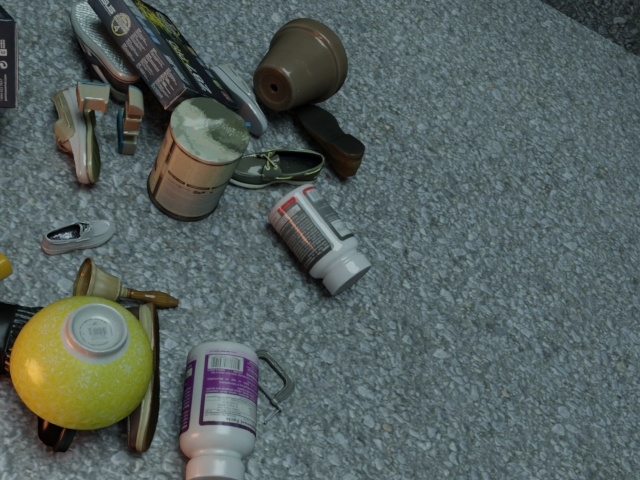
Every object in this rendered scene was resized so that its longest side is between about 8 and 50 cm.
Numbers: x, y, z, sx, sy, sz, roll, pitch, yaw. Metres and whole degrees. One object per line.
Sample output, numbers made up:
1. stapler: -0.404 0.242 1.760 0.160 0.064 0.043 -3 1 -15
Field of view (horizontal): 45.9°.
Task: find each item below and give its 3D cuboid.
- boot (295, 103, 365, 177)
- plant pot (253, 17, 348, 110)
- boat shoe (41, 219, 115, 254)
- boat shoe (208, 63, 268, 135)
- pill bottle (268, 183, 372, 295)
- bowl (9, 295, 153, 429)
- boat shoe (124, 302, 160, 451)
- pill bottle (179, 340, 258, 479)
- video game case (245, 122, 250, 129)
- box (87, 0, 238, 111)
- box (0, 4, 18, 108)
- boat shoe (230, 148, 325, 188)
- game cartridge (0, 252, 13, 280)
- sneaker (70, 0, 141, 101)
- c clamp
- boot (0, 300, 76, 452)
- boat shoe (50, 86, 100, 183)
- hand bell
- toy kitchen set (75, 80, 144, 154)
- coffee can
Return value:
1. boot: 0.016 -0.306 2.307 0.112 0.115 0.305 -22 53 -27
2. plant pot: -0.084 -0.502 2.261 0.263 0.263 0.229 40 49 3
3. boat shoe: -0.585 -0.020 1.835 0.184 0.063 0.066 -12 66 -32
4. boat shoe: -0.232 -0.427 2.261 0.088 0.096 0.267 -31 68 -33
5. pill bottle: 0.000 0.000 2.050 0.161 0.161 0.283 -29 75 -37
6. bowl: -0.463 0.215 1.522 0.289 0.156 0.289 17 46 -19
7. boat shoe: -0.427 0.303 1.685 0.123 0.123 0.342 -3 63 -5
8. pill bottle: -0.225 0.391 1.681 0.169 0.169 0.302 13 55 -19
9. video game case: -0.273 -0.268 2.084 0.119 0.166 0.015 -6 63 -29
10. box: -0.432 -0.509 2.106 0.395 0.097 0.318 53 16 13
11. box: -0.935 -0.448 1.765 0.395 0.212 0.293 -5 25 -29
12. boat shoe: -0.132 -0.215 2.168 0.305 0.091 0.109 -3 61 -28
13. game cartridge: -0.863 0.074 1.570 0.285 0.053 0.323 27 45 27
14. sneaker: -0.611 -0.525 2.113 0.126 0.127 0.321 -18 64 -35
15. c clamp: -0.131 0.347 1.850 0.137 0.022 0.161 -30 77 -37
16. boot: -0.638 0.275 1.571 0.260 0.131 0.348 9 45 -29
17. boat shoe: -0.634 -0.269 1.954 0.103 0.113 0.302 -9 58 -10
18. hand bell: -0.452 0.129 1.801 0.242 0.126 0.126 17 53 -32
19. toy kitchen set: -0.556 -0.338 1.966 0.166 0.207 0.122 2 58 -22
20. coffee can: -0.320 -0.204 1.949 0.201 0.275 0.202 13 55 -19
